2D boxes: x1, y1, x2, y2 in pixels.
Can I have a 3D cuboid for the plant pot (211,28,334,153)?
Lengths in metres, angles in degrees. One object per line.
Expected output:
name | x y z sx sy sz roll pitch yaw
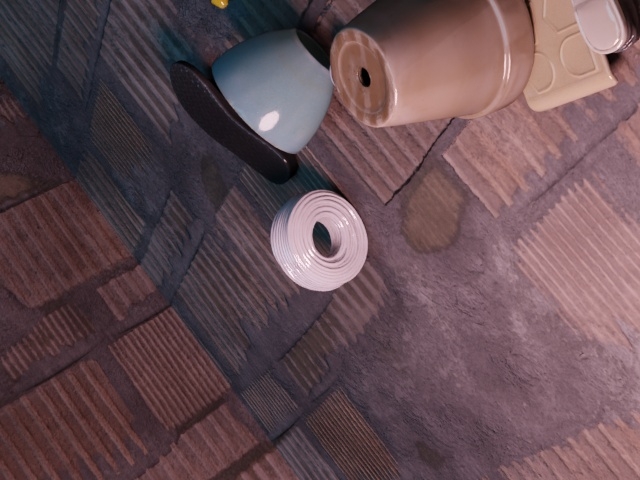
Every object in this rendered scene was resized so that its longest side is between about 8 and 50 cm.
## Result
plant pot | -0.078 -0.374 2.036 0.195 0.290 0.290 -40 81 20

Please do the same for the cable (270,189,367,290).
cable | 0.000 0.000 2.213 0.089 0.257 0.257 -16 103 51

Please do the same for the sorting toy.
sorting toy | 0.393 -0.352 1.605 0.307 0.041 0.229 -14 102 63

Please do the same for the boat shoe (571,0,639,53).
boat shoe | 0.436 -0.467 1.415 0.112 0.095 0.335 -10 103 53

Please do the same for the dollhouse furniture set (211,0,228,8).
dollhouse furniture set | -0.131 -0.616 1.915 0.198 0.286 0.303 61 177 9

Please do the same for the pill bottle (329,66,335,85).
pill bottle | 0.115 -0.361 1.901 0.184 0.103 0.103 23 134 42

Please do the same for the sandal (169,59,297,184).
sandal | -0.232 -0.332 2.412 0.446 0.107 0.167 42 145 1

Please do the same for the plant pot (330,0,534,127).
plant pot | 0.183 -0.347 1.626 0.323 0.280 0.323 40 145 36
